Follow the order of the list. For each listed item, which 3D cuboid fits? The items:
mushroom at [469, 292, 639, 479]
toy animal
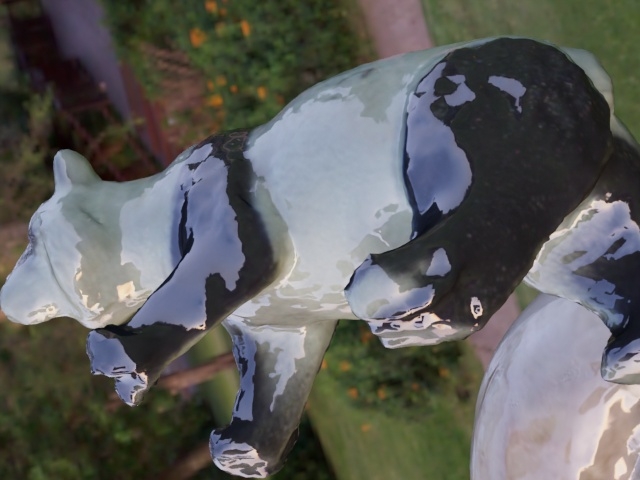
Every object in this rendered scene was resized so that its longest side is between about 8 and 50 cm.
[{"bbox_3d":[0.236,0.149,0.851,0.290,0.298,0.297,-77,-25,-76],"label":"mushroom"},{"bbox_3d":[0.000,0.000,0.456,0.094,0.225,0.121,48,-147,-49],"label":"toy animal"}]
